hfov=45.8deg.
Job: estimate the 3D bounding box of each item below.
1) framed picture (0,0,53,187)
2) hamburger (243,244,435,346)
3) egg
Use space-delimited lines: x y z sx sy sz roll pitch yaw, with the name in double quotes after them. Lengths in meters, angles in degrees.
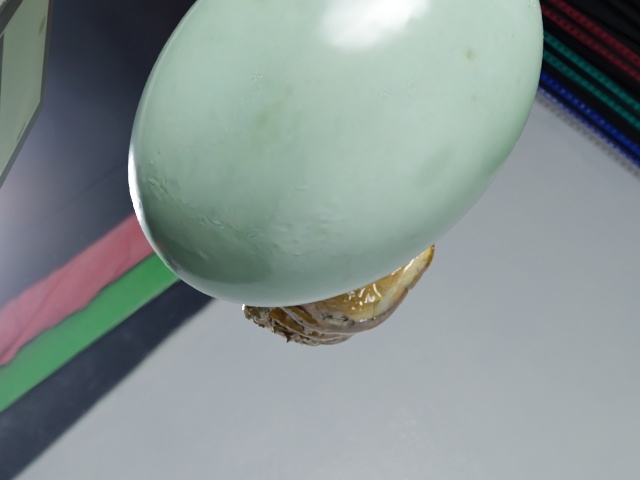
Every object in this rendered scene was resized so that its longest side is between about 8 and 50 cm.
-0.427 -0.243 1.079 0.347 0.016 0.265 118 163 -46 "framed picture"
0.008 -0.004 0.931 0.245 0.261 0.211 -9 -15 -14 "hamburger"
0.017 -0.113 0.626 0.389 0.276 0.276 -45 -19 -16 "egg"
